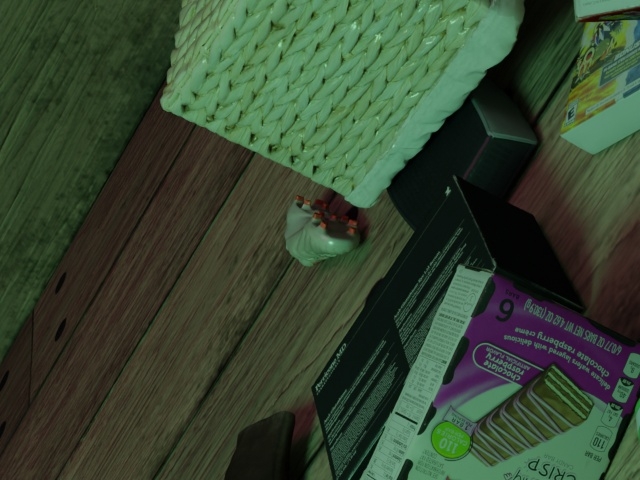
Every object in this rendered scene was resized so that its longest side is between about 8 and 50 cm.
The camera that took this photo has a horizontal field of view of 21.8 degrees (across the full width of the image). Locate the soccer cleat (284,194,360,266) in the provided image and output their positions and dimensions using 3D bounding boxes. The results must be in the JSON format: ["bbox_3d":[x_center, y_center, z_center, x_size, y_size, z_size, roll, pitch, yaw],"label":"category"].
[{"bbox_3d":[0.000,0.000,1.980,0.196,0.068,0.076,-140,62,-72],"label":"soccer cleat"}]

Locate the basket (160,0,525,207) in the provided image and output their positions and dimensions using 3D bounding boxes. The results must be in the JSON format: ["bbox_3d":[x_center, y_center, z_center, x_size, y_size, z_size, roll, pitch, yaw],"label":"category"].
[{"bbox_3d":[0.029,-0.280,1.749,0.331,0.266,0.328,-49,25,44],"label":"basket"}]

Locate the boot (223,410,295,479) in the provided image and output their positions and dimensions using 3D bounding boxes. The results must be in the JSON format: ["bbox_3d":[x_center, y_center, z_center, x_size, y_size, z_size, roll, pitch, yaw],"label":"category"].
[{"bbox_3d":[-0.064,0.271,1.742,0.248,0.090,0.207,-37,35,59],"label":"boot"}]

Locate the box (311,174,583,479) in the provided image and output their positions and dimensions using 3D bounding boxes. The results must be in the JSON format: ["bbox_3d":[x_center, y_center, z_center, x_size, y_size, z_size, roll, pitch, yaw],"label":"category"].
[{"bbox_3d":[0.107,0.100,1.503,0.261,0.103,0.184,-57,23,20],"label":"box"}]

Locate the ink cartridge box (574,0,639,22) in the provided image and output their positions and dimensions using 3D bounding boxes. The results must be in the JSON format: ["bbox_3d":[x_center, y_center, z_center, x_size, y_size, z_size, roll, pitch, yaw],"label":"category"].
[{"bbox_3d":[0.364,-0.234,1.148,0.309,0.272,0.130,-175,79,-70],"label":"ink cartridge box"}]

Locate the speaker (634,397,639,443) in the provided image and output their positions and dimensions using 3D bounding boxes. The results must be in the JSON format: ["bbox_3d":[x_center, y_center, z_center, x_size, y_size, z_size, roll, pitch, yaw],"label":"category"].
[{"bbox_3d":[0.280,0.025,1.112,0.131,0.131,0.296,-41,30,49],"label":"speaker"}]

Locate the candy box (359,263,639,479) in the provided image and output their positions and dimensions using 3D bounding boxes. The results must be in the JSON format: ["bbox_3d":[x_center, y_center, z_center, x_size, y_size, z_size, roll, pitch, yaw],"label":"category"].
[{"bbox_3d":[0.135,0.156,1.270,0.233,0.159,0.071,-66,18,-2],"label":"candy box"}]

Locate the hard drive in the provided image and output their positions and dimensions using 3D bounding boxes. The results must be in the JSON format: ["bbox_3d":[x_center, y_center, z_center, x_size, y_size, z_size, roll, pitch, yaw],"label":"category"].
[{"bbox_3d":[0.135,-0.089,1.741,0.172,0.054,0.254,-59,20,15],"label":"hard drive"}]

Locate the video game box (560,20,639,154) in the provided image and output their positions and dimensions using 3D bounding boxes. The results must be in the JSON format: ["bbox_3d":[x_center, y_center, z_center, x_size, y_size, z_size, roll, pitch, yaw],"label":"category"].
[{"bbox_3d":[0.302,-0.194,1.457,0.205,0.048,0.187,-32,34,56],"label":"video game box"}]
